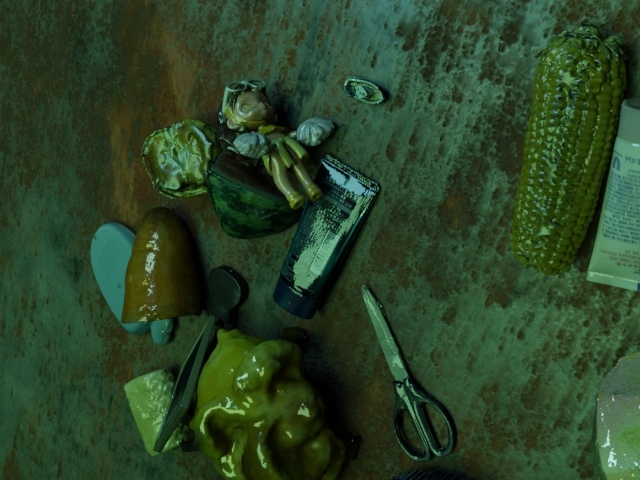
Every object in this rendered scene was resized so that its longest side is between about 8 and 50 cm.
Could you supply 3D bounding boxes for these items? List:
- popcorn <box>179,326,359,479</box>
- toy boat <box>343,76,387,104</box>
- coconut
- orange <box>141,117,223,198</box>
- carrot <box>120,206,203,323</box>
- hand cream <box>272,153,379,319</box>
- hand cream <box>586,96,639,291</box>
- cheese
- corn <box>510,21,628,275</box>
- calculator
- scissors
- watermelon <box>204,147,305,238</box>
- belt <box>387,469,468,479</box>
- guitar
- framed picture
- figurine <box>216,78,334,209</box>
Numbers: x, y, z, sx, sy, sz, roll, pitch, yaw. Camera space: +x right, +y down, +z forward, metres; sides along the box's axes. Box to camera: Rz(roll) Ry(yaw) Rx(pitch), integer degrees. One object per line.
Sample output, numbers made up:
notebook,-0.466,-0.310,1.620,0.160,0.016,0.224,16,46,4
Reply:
popcorn,-0.109,0.303,1.306,0.316,0.281,0.297,49,143,37
toy boat,0.069,-0.230,1.188,0.083,0.038,0.038,25,114,35
coconut,0.424,0.228,0.865,0.245,0.233,0.233,-31,79,36
orange,-0.240,-0.151,1.414,0.170,0.112,0.160,31,108,5
carrot,-0.308,0.045,1.493,0.159,0.159,0.224,-3,86,40
hand cream,0.000,0.000,1.283,0.120,0.061,0.270,35,114,28
hand cream,0.402,-0.046,0.931,0.133,0.083,0.247,17,120,37
cheese,-0.336,0.359,1.606,0.123,0.094,0.167,-29,80,41
corn,0.311,-0.111,0.966,0.115,0.115,0.317,19,112,36
calculator,-0.405,0.094,1.644,0.302,0.042,0.188,52,126,23
scissors,0.127,0.210,1.239,0.109,0.022,0.299,-28,79,36
watermelon,-0.152,-0.082,1.331,0.136,0.207,0.202,-50,47,7
belt,0.195,0.501,1.159,0.325,0.122,0.260,38,111,21
guitar,-0.201,0.158,1.498,0.088,0.025,0.233,34,118,29
framed picture,-0.256,0.272,1.444,0.018,0.192,0.265,21,143,-10
figurine,-0.082,-0.160,1.259,0.240,0.175,0.115,48,142,29
